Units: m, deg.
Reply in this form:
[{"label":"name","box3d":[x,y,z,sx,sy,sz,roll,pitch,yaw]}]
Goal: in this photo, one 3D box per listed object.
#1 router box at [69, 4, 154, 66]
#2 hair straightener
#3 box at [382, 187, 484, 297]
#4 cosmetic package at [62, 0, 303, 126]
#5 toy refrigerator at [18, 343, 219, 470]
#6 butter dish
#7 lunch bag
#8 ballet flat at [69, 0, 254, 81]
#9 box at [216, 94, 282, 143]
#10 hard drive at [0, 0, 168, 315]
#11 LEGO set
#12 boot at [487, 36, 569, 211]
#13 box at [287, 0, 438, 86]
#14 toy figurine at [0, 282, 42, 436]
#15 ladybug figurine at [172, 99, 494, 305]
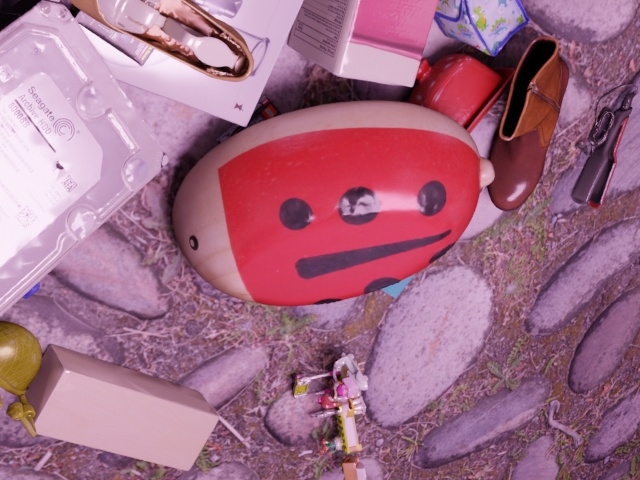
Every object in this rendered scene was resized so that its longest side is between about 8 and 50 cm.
[{"label":"router box","box3d":[-0.201,-0.268,0.881,0.092,0.038,0.122,32,100,-37]},{"label":"hair straightener","box3d":[0.505,-0.171,1.441,0.089,0.047,0.230,7,112,-32]},{"label":"box","box3d":[0.156,-0.031,1.315,0.100,0.060,0.244,33,97,-38]},{"label":"cosmetic package","box3d":[-0.145,-0.357,0.947,0.284,0.097,0.377,15,109,-36]},{"label":"toy refrigerator","box3d":[-0.297,0.251,1.203,0.269,0.094,0.102,27,94,-37]},{"label":"butter dish","box3d":[0.182,-0.220,1.190,0.118,0.160,0.160,40,92,-14]},{"label":"lunch bag","box3d":[0.198,-0.344,1.122,0.096,0.129,0.151,-45,129,-1]},{"label":"ballet flat","box3d":[-0.163,-0.235,0.847,0.232,0.073,0.080,20,108,-36]},{"label":"box","box3d":[-0.072,-0.127,1.156,0.094,0.027,0.137,-44,128,-2]},{"label":"hard drive","box3d":[-0.344,-0.066,0.840,0.339,0.064,0.237,-47,130,-23]},{"label":"LEGO set","box3d":[0.015,0.306,1.392,0.107,0.132,0.287,-10,127,-14]},{"label":"boot","box3d":[0.307,-0.158,1.205,0.264,0.096,0.280,-65,167,15]},{"label":"box","box3d":[0.067,-0.335,1.041,0.127,0.148,0.232,2,116,-31]},{"label":"toy figurine","box3d":[-0.383,0.038,0.982,0.217,0.191,0.362,-39,129,-11]},{"label":"ladybug figurine","box3d":[0.018,-0.031,1.092,0.449,0.162,0.305,-16,135,7]}]
